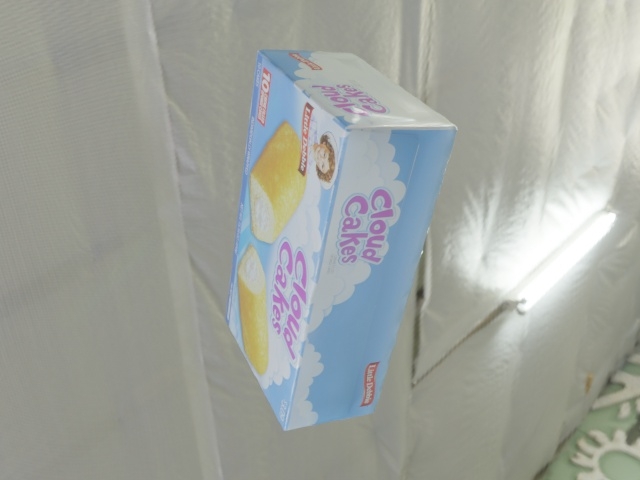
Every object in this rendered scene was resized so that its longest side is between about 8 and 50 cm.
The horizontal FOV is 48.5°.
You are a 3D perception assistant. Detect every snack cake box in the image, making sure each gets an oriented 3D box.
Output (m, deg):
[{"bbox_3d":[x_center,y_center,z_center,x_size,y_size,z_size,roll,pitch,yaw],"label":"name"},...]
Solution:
[{"bbox_3d":[0.000,0.000,0.567,0.089,0.152,0.264,-5,-56,-26],"label":"snack cake box"}]
